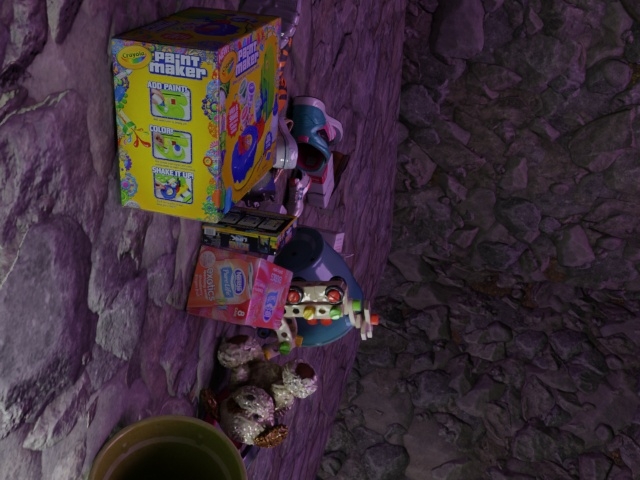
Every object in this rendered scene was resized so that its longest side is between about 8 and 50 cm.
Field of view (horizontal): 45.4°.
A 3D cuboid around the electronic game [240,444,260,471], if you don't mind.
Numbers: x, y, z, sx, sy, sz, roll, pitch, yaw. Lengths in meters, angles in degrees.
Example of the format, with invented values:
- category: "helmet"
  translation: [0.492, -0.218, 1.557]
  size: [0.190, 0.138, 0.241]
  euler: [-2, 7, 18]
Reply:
- category: "electronic game"
  translation: [-0.232, 0.627, 2.051]
  size: [0.229, 0.048, 0.229]
  euler: [-57, 172, -12]

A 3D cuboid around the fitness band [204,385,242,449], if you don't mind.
- category: "fitness band"
  translation: [-0.245, 0.488, 1.991]
  size: [0.291, 0.054, 0.209]
  euler: [-28, 131, -73]

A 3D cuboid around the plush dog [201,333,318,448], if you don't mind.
- category: "plush dog"
  translation: [-0.162, 0.389, 1.859]
  size: [0.225, 0.262, 0.211]
  euler: [-56, 164, -42]

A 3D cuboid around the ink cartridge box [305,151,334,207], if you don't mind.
- category: "ink cartridge box"
  translation: [-0.002, -0.193, 2.418]
  size: [0.150, 0.063, 0.109]
  euler: [86, 20, -52]

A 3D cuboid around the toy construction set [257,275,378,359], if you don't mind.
- category: "toy construction set"
  translation: [-0.011, 0.197, 1.949]
  size: [0.151, 0.327, 0.215]
  euler: [-105, -171, -69]

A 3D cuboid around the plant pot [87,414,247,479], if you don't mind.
- category: "plant pot"
  translation: [-0.287, 0.510, 1.419]
  size: [0.276, 0.276, 0.254]
  euler: [-65, 173, -46]

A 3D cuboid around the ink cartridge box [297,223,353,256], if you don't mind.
- category: "ink cartridge box"
  translation: [0.000, 0.000, 2.285]
  size: [0.115, 0.198, 0.067]
  euler: [-18, 118, -76]

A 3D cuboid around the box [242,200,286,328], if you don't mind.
- category: "box"
  translation: [-0.159, 0.060, 1.952]
  size: [0.067, 0.063, 0.324]
  euler: [55, 48, -73]

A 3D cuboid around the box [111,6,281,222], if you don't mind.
- category: "box"
  translation: [-0.197, -0.223, 1.287]
  size: [0.290, 0.177, 0.279]
  euler: [-57, 154, -59]

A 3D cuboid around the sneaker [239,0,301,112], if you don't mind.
- category: "sneaker"
  translation: [-0.118, -0.398, 1.657]
  size: [0.180, 0.124, 0.321]
  euler: [0, 111, -81]

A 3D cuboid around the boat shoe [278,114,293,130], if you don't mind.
- category: "boat shoe"
  translation: [-0.113, -0.253, 1.889]
  size: [0.063, 0.059, 0.170]
  euler: [87, 19, -48]

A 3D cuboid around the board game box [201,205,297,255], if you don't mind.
- category: "board game box"
  translation: [-0.152, -0.024, 1.664]
  size: [0.141, 0.170, 0.048]
  euler: [-49, 146, -64]

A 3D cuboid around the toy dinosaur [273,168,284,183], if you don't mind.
- category: "toy dinosaur"
  translation: [-0.105, -0.196, 1.991]
  size: [0.093, 0.053, 0.183]
  euler: [84, 21, -56]

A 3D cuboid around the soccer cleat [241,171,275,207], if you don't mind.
- category: "soccer cleat"
  translation: [-0.181, -0.147, 1.685]
  size: [0.289, 0.093, 0.121]
  euler: [18, 53, -73]

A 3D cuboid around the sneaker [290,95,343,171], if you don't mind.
- category: "sneaker"
  translation: [-0.012, -0.273, 2.156]
  size: [0.295, 0.123, 0.178]
  euler: [33, 64, -68]

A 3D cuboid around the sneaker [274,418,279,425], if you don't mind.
- category: "sneaker"
  translation: [-0.180, 0.492, 2.251]
  size: [0.222, 0.083, 0.118]
  euler: [70, 14, -55]

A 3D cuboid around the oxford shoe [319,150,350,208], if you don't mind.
- category: "oxford shoe"
  translation: [0.026, -0.203, 2.539]
  size: [0.076, 0.076, 0.212]
  euler: [-56, 170, -65]

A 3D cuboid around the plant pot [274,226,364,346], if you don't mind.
- category: "plant pot"
  translation: [-0.038, 0.111, 2.122]
  size: [0.255, 0.271, 0.272]
  euler: [69, 32, -42]

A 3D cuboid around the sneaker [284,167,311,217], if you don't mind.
- category: "sneaker"
  translation: [-0.076, -0.138, 2.191]
  size: [0.075, 0.057, 0.161]
  euler: [56, 46, -49]

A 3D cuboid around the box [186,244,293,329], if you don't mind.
- category: "box"
  translation: [-0.176, 0.115, 1.742]
  size: [0.300, 0.142, 0.154]
  euler: [40, 63, -76]

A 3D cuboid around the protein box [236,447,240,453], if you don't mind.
- category: "protein box"
  translation: [-0.280, 0.594, 1.721]
  size: [0.200, 0.136, 0.201]
  euler: [-57, 154, -61]

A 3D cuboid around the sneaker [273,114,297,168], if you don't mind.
- category: "sneaker"
  translation: [-0.123, -0.230, 1.720]
  size: [0.258, 0.091, 0.094]
  euler: [-128, -135, -64]
